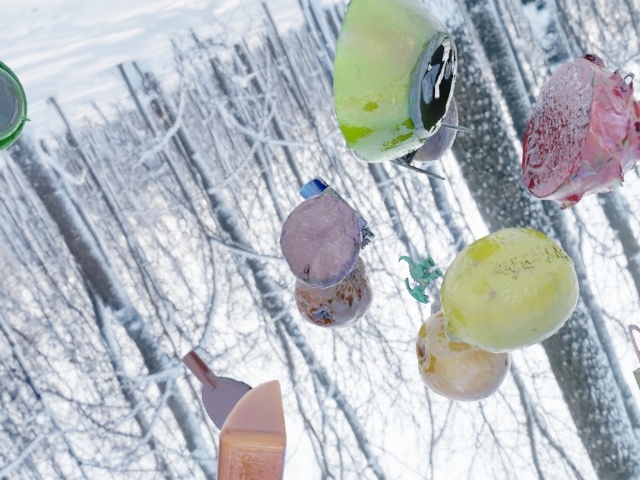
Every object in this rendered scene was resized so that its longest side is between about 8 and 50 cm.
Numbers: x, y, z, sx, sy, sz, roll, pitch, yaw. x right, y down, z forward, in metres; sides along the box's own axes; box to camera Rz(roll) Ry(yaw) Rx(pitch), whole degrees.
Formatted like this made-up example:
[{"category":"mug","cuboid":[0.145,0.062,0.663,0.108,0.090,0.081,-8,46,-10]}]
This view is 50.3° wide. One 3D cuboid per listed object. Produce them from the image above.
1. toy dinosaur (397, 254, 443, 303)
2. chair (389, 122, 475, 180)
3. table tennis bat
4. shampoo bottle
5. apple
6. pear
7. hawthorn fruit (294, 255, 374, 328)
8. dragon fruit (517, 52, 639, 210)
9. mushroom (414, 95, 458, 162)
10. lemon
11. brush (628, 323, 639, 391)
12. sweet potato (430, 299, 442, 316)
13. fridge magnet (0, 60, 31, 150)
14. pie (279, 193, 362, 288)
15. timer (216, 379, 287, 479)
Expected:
[{"category":"toy dinosaur","cuboid":[0.239,0.088,1.674,0.096,0.132,0.059,-45,164,27]},{"category":"chair","cuboid":[0.236,-0.294,1.830,0.272,0.166,0.188,24,-101,49]},{"category":"table tennis bat","cuboid":[-0.286,0.510,2.144,0.268,0.415,0.051,-37,-174,40]},{"category":"shampoo bottle","cuboid":[0.040,-0.056,1.437,0.050,0.183,0.087,-48,174,29]},{"category":"apple","cuboid":[0.362,0.303,1.790,0.240,0.242,0.242,10,-174,-18]},{"category":"pear","cuboid":[0.191,-0.361,1.502,0.165,0.399,0.399,11,-147,32]},{"category":"hawthorn fruit","cuboid":[0.035,0.146,2.076,0.258,0.258,0.262,-29,-177,-17]},{"category":"dragon fruit","cuboid":[0.682,-0.260,1.730,0.248,0.371,0.386,10,-139,-8]},{"category":"mushroom","cuboid":[0.296,-0.428,2.276,0.259,0.346,0.345,-6,-156,41]},{"category":"lemon","cuboid":[0.390,0.109,1.432,0.310,0.258,0.258,-33,-166,6]},{"category":"brush","cuboid":[0.877,0.334,1.832,0.047,0.234,0.103,-23,-177,-11]},{"category":"sweet potato","cuboid":[0.434,0.269,2.558,0.050,0.050,0.214,-20,-172,16]},{"category":"fridge magnet","cuboid":[-0.696,-0.280,1.393,0.088,0.208,0.208,5,-149,38]},{"category":"pie","cuboid":[0.000,0.000,1.094,0.154,0.155,0.036,-18,162,22]},{"category":"timer","cuboid":[-0.148,0.503,1.659,0.161,0.258,0.250,8,-159,5]}]
